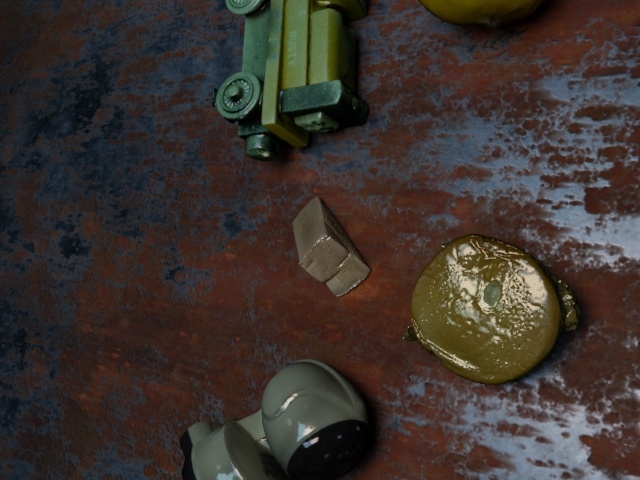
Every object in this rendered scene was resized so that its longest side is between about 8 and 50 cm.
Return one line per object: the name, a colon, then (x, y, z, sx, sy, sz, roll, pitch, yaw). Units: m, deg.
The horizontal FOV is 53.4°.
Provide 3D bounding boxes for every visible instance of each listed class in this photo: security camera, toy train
security camera: (-0.051, 0.308, 0.958, 0.277, 0.197, 0.191, -45, 44, 7)
toy train: (-0.045, -0.340, 1.134, 0.253, 0.160, 0.397, -3, 77, 26)

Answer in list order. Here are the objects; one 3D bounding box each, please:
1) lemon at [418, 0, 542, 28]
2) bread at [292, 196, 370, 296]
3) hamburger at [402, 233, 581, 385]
lemon: (0.230, -0.412, 0.907, 0.240, 0.240, 0.219, -7, 85, 33)
bread: (0.014, 0.007, 1.080, 0.077, 0.105, 0.152, -43, 26, 19)
hamburger: (0.230, 0.094, 0.849, 0.215, 0.122, 0.189, 18, 95, 33)
